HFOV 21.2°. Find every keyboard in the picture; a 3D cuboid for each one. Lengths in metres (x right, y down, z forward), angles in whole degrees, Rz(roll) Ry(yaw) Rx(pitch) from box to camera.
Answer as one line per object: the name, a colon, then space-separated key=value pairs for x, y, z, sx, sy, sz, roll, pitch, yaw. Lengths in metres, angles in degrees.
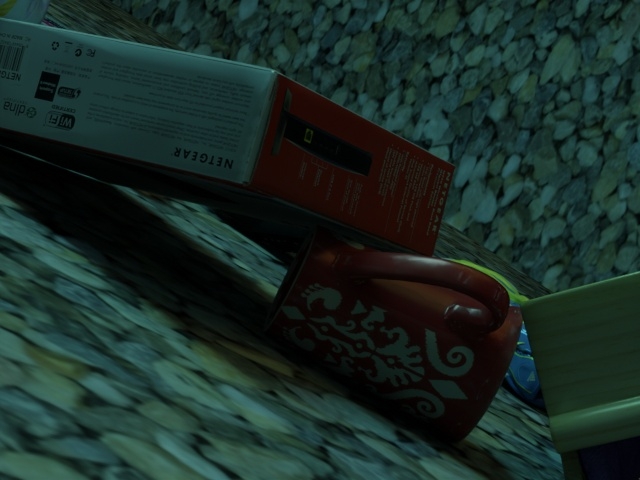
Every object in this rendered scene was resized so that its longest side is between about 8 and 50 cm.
keyboard: x=0.000 y=0.000 z=1.678 sx=0.180 sy=0.023 sz=0.108 roll=7 pitch=-18 yaw=42

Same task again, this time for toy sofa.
toy sofa: x=0.275 y=0.115 z=1.383 sx=0.362 sy=0.150 sz=0.177 roll=10 pitch=66 yaw=-75

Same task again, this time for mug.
mug: x=0.059 y=0.051 z=1.276 sx=0.169 sy=0.150 sz=0.113 roll=26 pitch=27 yaw=-5

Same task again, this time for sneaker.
sneaker: x=0.198 y=0.101 z=1.775 sx=0.240 sy=0.091 sz=0.126 roll=32 pitch=7 yaw=-1

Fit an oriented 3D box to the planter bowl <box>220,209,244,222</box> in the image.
planter bowl: x=-0.046 y=-0.070 z=1.757 sx=0.162 sy=0.109 sz=0.162 roll=18 pitch=-14 yaw=5

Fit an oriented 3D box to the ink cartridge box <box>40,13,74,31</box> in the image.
ink cartridge box: x=-0.251 y=-0.155 z=1.667 sx=0.234 sy=0.088 sz=0.193 roll=31 pitch=5 yaw=-3

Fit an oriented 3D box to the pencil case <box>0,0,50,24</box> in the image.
pencil case: x=-0.282 y=-0.234 z=1.336 sx=0.273 sy=0.113 sz=0.124 roll=108 pitch=-32 yaw=-83

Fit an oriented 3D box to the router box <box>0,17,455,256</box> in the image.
router box: x=-0.107 y=-0.082 z=1.325 sx=0.335 sy=0.082 sz=0.301 roll=13 pitch=-4 yaw=30
